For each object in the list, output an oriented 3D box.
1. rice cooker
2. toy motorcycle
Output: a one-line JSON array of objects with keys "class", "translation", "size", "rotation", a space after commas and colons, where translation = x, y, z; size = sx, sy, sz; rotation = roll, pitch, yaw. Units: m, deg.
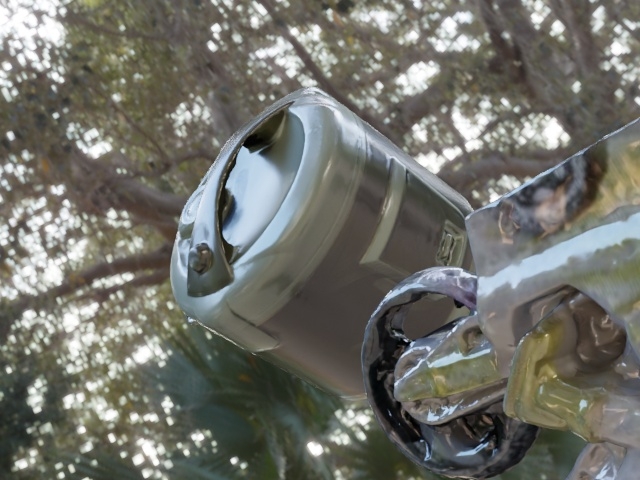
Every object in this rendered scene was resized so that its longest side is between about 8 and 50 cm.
[{"class": "rice cooker", "translation": [0.000, 0.000, 1.194], "size": [0.325, 0.335, 0.335], "rotation": [34, -70, -27]}, {"class": "toy motorcycle", "translation": [0.155, 0.053, 0.345], "size": [0.108, 0.222, 0.341], "rotation": [-13, -16, -47]}]
